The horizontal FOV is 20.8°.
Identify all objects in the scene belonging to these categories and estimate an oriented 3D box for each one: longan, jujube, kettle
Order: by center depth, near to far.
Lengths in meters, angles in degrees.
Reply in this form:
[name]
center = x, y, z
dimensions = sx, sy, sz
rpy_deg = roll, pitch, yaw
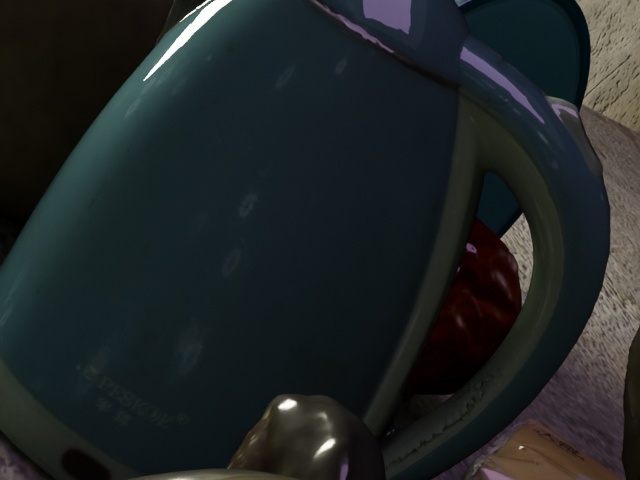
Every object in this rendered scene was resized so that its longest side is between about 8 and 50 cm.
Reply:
[kettle]
center = 0.000, 0.000, 1.050
dimensions = 0.319, 0.342, 0.247
rpy_deg = 33, 16, 3
[longan]
center = -0.173, -0.159, 1.271
dimensions = 0.319, 0.319, 0.319
rpy_deg = 28, 17, -10
[jujube]
center = 0.061, 0.053, 1.342
dimensions = 0.155, 0.155, 0.230
rpy_deg = 37, 23, 18

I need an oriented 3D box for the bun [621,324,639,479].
[bun]
center = 0.382, 0.189, 1.319
dimensions = 0.362, 0.234, 0.326
rpy_deg = 60, -20, -6

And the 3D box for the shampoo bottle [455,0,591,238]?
[shampoo bottle]
center = 0.001, -0.161, 1.534
dimensions = 0.342, 0.331, 0.331
rpy_deg = 40, 19, 32

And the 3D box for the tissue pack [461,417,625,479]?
[tissue pack]
center = 0.193, 0.222, 1.186
dimensions = 0.222, 0.090, 0.186
rpy_deg = 36, 16, 13

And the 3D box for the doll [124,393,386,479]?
[doll]
center = -0.009, 0.257, 0.633
dimensions = 0.379, 0.252, 0.382
rpy_deg = 59, 7, -27
